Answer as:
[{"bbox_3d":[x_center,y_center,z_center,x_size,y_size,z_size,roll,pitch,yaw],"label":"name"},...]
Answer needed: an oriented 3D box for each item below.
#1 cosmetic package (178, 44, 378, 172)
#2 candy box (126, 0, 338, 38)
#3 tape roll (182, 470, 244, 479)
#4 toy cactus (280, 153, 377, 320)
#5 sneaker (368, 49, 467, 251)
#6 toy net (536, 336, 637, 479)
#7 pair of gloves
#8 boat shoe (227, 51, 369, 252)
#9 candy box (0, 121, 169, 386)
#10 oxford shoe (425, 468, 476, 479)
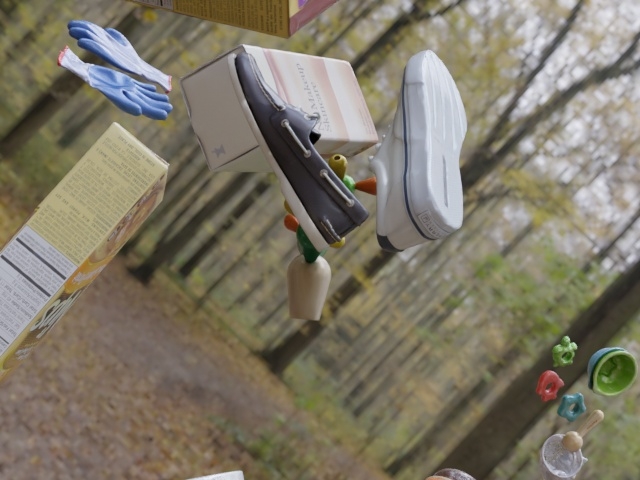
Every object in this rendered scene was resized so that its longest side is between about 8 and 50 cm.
[{"bbox_3d":[-0.055,-0.190,1.862,0.296,0.129,0.153,-7,75,-58],"label":"cosmetic package"},{"bbox_3d":[-0.077,-0.215,0.967,0.186,0.109,0.053,18,-51,25],"label":"candy box"},{"bbox_3d":[-0.212,0.425,1.733,0.246,0.246,0.169,64,13,-80],"label":"tape roll"},{"bbox_3d":[0.000,0.000,1.410,0.112,0.181,0.219,7,-5,-11],"label":"toy cactus"},{"bbox_3d":[0.092,-0.098,1.300,0.094,0.091,0.258,46,35,-32],"label":"sneaker"},{"bbox_3d":[0.341,0.245,1.691,0.122,0.232,0.045,6,18,-26],"label":"toy net"},{"bbox_3d":[-0.259,-0.223,1.609,0.159,0.023,0.198,30,25,-18],"label":"pair of gloves"},{"bbox_3d":[-0.022,-0.093,1.171,0.206,0.065,0.075,63,6,8],"label":"boat shoe"},{"bbox_3d":[-0.307,0.026,1.426,0.087,0.316,0.183,39,-13,-1],"label":"candy box"},{"bbox_3d":[0.244,0.392,1.703,0.130,0.133,0.364,5,-35,39],"label":"oxford shoe"}]
